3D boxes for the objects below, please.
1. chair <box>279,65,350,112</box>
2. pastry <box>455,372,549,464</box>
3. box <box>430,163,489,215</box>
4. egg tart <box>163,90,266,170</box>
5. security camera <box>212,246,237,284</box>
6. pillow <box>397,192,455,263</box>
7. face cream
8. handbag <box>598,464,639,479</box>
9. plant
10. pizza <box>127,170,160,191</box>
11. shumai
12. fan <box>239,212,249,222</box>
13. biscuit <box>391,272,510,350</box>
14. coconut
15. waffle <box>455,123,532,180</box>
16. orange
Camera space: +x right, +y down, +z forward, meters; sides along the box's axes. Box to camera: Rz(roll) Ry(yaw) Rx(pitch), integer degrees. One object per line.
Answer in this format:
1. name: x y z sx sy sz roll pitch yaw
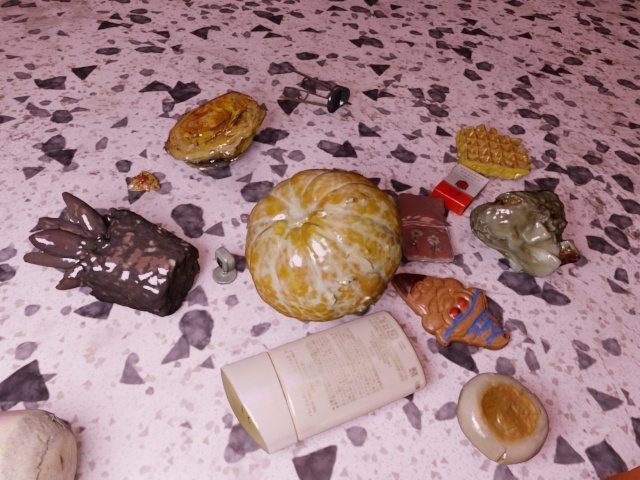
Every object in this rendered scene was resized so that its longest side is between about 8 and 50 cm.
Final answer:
1. chair: -0.021 -0.484 1.331 0.222 0.104 0.095 19 77 14
2. pastry: 0.320 0.317 0.721 0.157 0.091 0.156 2 49 -2
3. box: 0.392 -0.146 1.131 0.100 0.048 0.152 35 53 22
4. egg tart: -0.286 -0.292 1.126 0.298 0.132 0.296 -6 50 8
5. security camera: -0.209 0.052 0.868 0.058 0.092 0.058 3 53 -5
6. pillow: 0.263 -0.034 1.027 0.126 0.043 0.232 6 50 -1
7. face cream: 0.008 0.252 0.740 0.349 0.081 0.173 -16 54 -19
8. handbag: 0.302 0.420 0.502 0.411 0.303 0.116 -16 54 -21
9. plant: -0.415 0.022 0.816 0.321 0.181 0.194 21 52 4
10. pizza: -0.463 -0.151 1.043 0.083 0.025 0.078 39 55 21
11. shumai: 0.497 -0.011 0.979 0.256 0.189 0.218 -8 70 -33
12. fan: -0.061 -0.035 1.002 0.283 0.023 0.057 5 60 -3
13. biscuit: 0.286 0.147 0.892 0.280 0.043 0.183 33 52 15
14. coconut: -0.468 0.338 0.532 0.234 0.224 0.224 5 50 -19
15. waffle: 0.536 -0.282 1.251 0.230 0.057 0.218 9 51 -1
16. orange: 0.000 0.000 0.811 0.330 0.249 0.328 -9 61 17
